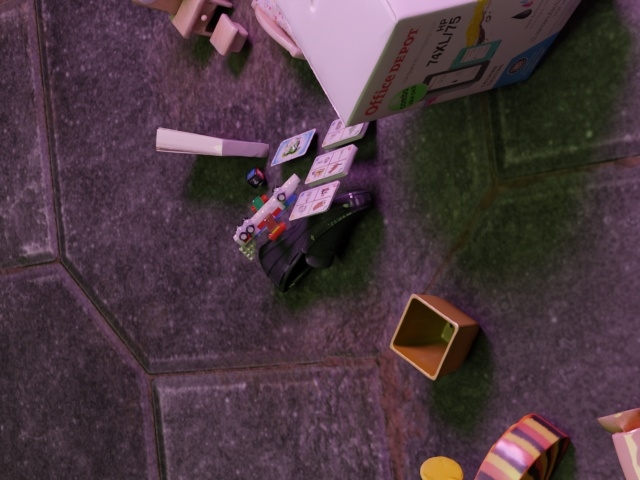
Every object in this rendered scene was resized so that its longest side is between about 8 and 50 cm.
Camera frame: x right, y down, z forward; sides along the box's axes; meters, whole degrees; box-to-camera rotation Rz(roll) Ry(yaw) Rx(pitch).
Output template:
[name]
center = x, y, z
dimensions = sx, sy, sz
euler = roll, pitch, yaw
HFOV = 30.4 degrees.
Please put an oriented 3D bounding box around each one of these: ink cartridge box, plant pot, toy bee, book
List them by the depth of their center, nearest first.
[ink cartridge box]
center = 0.123, -0.287, 1.340
dimensions = 0.197, 0.270, 0.198
euler = 62, 153, 21
[toy bee]
center = 0.197, 0.357, 1.413
dimensions = 0.195, 0.162, 0.298
euler = 9, 98, 39
[plant pot]
center = 0.154, 0.118, 1.490
dimensions = 0.081, 0.083, 0.081
euler = 36, 115, 35
[book]
center = -0.161, -0.143, 1.751
dimensions = 0.144, 0.096, 0.035
euler = 10, 97, 42

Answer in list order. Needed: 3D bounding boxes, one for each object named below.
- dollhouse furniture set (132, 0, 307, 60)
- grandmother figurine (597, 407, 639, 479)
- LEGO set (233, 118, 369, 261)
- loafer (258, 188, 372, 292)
[dollhouse furniture set]
center = -0.098, -0.345, 1.597
dimensions = 0.355, 0.174, 0.303
euler = 53, 124, 39
[grandmother figurine]
center = 0.397, 0.349, 1.279
dimensions = 0.208, 0.104, 0.342
euler = -29, 70, 48
[LEGO set]
center = -0.031, -0.075, 1.641
dimensions = 0.244, 0.060, 0.182
euler = -16, 42, 45
[loafer]
center = 0.000, 0.000, 1.633
dimensions = 0.223, 0.076, 0.078
euler = -37, 74, 41
